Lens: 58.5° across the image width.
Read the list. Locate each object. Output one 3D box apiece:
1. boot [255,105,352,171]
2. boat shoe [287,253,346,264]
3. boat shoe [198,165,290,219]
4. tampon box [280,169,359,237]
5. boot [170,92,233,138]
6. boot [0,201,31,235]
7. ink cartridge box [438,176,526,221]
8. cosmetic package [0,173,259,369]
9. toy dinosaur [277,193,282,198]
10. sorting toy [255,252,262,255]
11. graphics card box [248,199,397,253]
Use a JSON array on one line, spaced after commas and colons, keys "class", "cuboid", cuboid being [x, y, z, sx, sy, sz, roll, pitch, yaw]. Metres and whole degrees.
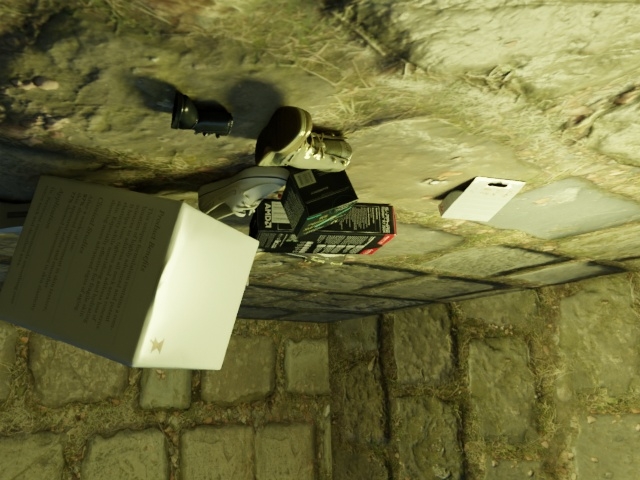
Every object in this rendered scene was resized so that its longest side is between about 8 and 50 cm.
[{"class": "boot", "cuboid": [-0.014, -0.175, 1.028, 0.165, 0.077, 0.213, 5, 169, -23]}, {"class": "boat shoe", "cuboid": [-0.020, 0.043, 1.845, 0.228, 0.068, 0.081, 4, -160, -22]}, {"class": "boat shoe", "cuboid": [-0.178, -0.098, 1.283, 0.267, 0.088, 0.096, -10, 163, 31]}, {"class": "tampon box", "cuboid": [-0.007, -0.090, 1.245, 0.120, 0.101, 0.161, -21, 170, -16]}, {"class": "boot", "cuboid": [-0.195, -0.206, 0.950, 0.099, 0.045, 0.121, 5, 171, -17]}, {"class": "boot", "cuboid": [-0.772, -0.041, 1.419, 0.258, 0.095, 0.123, 2, 158, -19]}, {"class": "ink cartridge box", "cuboid": [0.399, -0.114, 1.429, 0.145, 0.045, 0.179, 4, 146, -18]}, {"class": "cosmetic package", "cuboid": [-0.417, 0.078, 1.275, 0.394, 0.329, 0.327, 13, 171, 24]}, {"class": "toy dinosaur", "cuboid": [-0.060, -0.110, 1.398, 0.082, 0.047, 0.090, 16, 126, -26]}, {"class": "sorting toy", "cuboid": [-0.301, 0.088, 1.908, 0.229, 0.041, 0.307, -28, 179, -32]}, {"class": "graphics card box", "cuboid": [-0.004, -0.029, 1.567, 0.371, 0.094, 0.233, 0, 166, -12]}]
